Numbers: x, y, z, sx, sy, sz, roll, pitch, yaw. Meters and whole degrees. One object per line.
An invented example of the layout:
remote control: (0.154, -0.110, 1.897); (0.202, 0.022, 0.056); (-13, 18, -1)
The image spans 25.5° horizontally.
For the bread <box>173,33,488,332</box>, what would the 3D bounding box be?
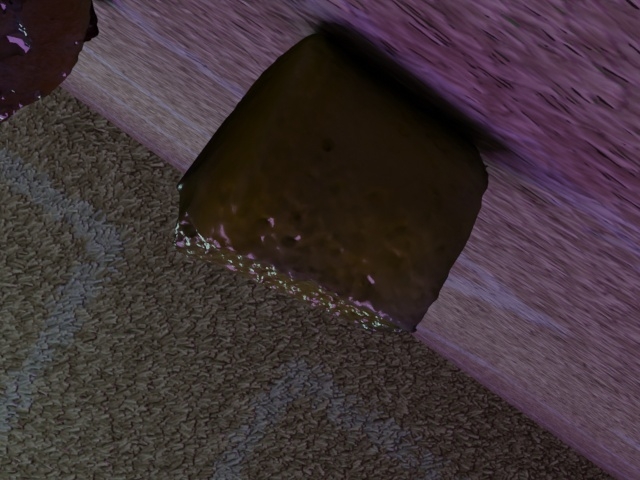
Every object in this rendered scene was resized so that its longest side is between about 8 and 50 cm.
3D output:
bread: (0.003, -0.022, 0.618); (0.114, 0.111, 0.129); (31, 176, -9)

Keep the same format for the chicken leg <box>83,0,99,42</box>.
chicken leg: (-0.218, -0.183, 1.037); (0.089, 0.048, 0.219); (40, 174, -33)

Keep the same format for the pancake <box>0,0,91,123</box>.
pancake: (-0.268, -0.147, 0.807); (0.283, 0.049, 0.282); (3, 144, 2)
